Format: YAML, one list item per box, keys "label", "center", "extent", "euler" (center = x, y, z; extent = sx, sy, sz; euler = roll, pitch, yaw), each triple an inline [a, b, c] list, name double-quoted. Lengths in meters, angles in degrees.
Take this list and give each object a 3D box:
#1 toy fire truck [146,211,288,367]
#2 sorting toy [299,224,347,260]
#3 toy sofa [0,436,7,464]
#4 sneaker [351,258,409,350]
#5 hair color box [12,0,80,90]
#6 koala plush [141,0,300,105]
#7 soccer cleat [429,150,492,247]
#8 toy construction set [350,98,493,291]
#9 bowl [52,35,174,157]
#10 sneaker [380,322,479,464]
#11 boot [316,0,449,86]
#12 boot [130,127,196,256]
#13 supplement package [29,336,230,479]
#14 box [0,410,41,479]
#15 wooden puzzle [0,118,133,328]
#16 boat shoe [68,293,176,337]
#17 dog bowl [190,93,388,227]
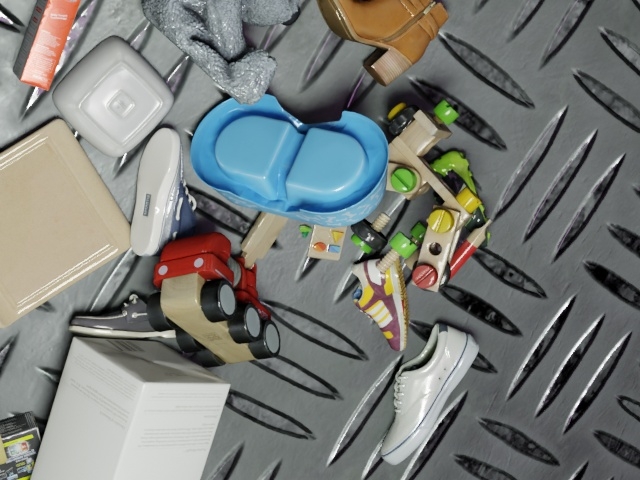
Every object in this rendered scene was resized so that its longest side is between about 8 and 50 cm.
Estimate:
- label: "toy fire truck"
  center: [-0.131, 0.037, 1.728]
  extent: [0.158, 0.246, 0.217]
  euler: [-12, 148, 22]
- label: "sorting toy"
  center: [0.000, 0.000, 1.854]
  extent: [0.083, 0.012, 0.062]
  euler: [8, 105, -26]
- label: "toy sofa"
  center: [-0.630, 0.254, 1.611]
  extent: [0.362, 0.177, 0.150]
  euler: [-17, 139, -18]
- label: "sneaker"
  center: [0.098, 0.104, 1.911]
  extent: [0.083, 0.070, 0.186]
  euler: [-2, 125, 10]
- label: "hair color box"
  center: [-0.364, -0.278, 1.562]
  extent: [0.043, 0.072, 0.141]
  euler: [17, 101, -27]
- label: "koala plush"
  center: [-0.106, -0.331, 1.595]
  extent: [0.203, 0.196, 0.221]
  euler: [42, 93, -17]
- label: "soccer cleat"
  center: [0.227, -0.062, 1.912]
  extent: [0.072, 0.060, 0.179]
  euler: [-22, 113, 1]
- label: "toy construction set"
  center: [0.174, -0.069, 1.775]
  extent: [0.237, 0.257, 0.309]
  euler: [-50, 142, 9]
- label: "bowl"
  center: [-0.284, -0.194, 1.639]
  extent: [0.142, 0.053, 0.142]
  euler: [-45, 121, -2]
- label: "sneaker"
  center: [0.162, 0.255, 1.984]
  extent: [0.091, 0.094, 0.258]
  euler: [32, 89, -11]
- label: "boot"
  center: [0.093, -0.347, 1.745]
  extent: [0.152, 0.073, 0.197]
  euler: [-47, 123, -7]
- label: "boot"
  center: [-0.219, -0.068, 1.714]
  extent: [0.086, 0.069, 0.190]
  euler: [5, 103, -48]
- label: "supplement package"
  center: [-0.287, 0.309, 1.702]
  extent: [0.177, 0.175, 0.293]
  euler: [10, 101, -51]
- label: "box"
  center: [-0.530, 0.397, 1.738]
  extent: [0.270, 0.060, 0.216]
  euler: [-17, 114, -18]
- label: "wooden puzzle"
  center: [-0.411, -0.024, 1.653]
  extent: [0.238, 0.044, 0.221]
  euler: [-35, 118, -14]
- label: "boat shoe"
  center: [-0.275, 0.114, 1.753]
  extent: [0.206, 0.075, 0.065]
  euler: [3, 83, -25]
- label: "dog bowl"
  center: [-0.038, -0.108, 1.663]
  extent: [0.166, 0.297, 0.074]
  euler: [-67, 155, -21]
